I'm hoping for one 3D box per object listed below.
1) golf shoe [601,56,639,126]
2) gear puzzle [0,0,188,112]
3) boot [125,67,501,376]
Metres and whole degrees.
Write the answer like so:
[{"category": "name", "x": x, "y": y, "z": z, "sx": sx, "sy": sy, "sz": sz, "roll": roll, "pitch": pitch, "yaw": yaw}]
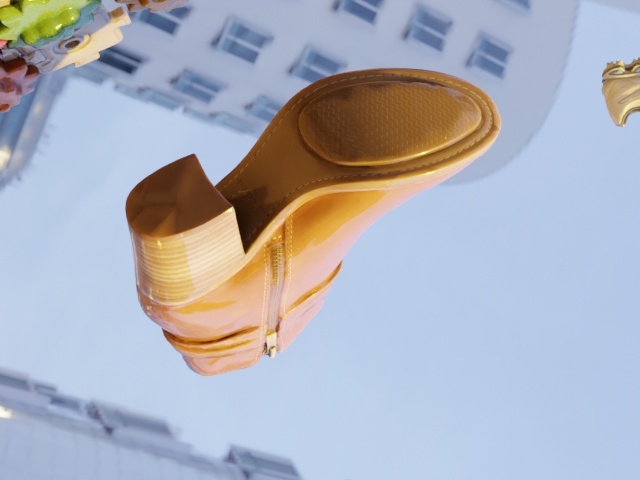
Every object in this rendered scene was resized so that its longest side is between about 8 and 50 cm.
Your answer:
[{"category": "golf shoe", "x": 0.425, "y": -0.178, "z": 1.419, "sx": 0.176, "sy": 0.069, "sz": 0.086, "roll": -8, "pitch": -102, "yaw": 23}, {"category": "gear puzzle", "x": -0.234, "y": -0.148, "z": 0.960, "sx": 0.175, "sy": 0.339, "sz": 0.044, "roll": 68, "pitch": -2, "yaw": -79}, {"category": "boot", "x": 0.000, "y": 0.000, "z": 0.899, "sx": 0.109, "sy": 0.284, "sz": 0.220, "roll": 56, "pitch": -14, "yaw": 31}]
